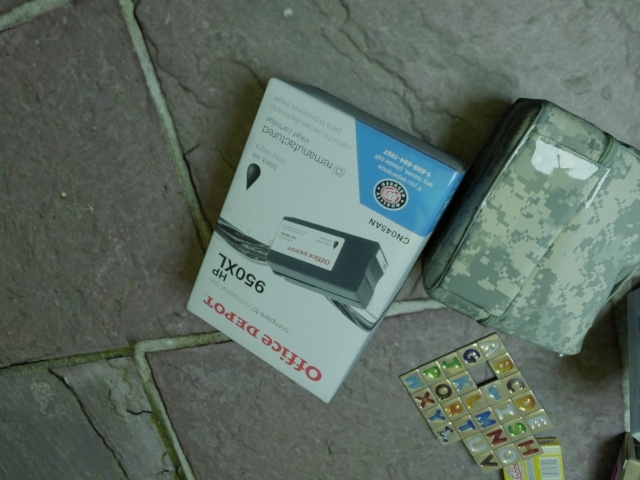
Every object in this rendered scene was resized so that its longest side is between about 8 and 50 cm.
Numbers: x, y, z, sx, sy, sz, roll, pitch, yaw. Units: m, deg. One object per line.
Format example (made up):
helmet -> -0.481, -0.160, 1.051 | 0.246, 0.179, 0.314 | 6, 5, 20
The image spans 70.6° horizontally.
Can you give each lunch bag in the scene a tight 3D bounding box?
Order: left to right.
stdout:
lunch bag -> 0.314, -0.008, 0.627 | 0.256, 0.212, 0.305 | 27, 112, 4

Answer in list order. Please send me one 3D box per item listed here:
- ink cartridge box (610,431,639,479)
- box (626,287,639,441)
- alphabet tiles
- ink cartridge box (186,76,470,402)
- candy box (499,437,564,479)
ink cartridge box -> 0.594, 0.473, 0.760 | 0.193, 0.088, 0.235 | 14, 112, 29
box -> 0.531, 0.140, 0.564 | 0.127, 0.262, 0.231 | 38, 137, -3
alphabet tiles -> 0.291, 0.310, 0.828 | 0.198, 0.009, 0.237 | -32, 91, 19
ink cartridge box -> 0.000, 0.000, 0.702 | 0.285, 0.166, 0.395 | 30, 112, 13
candy box -> 0.406, 0.469, 0.858 | 0.105, 0.027, 0.206 | -8, 105, 18
